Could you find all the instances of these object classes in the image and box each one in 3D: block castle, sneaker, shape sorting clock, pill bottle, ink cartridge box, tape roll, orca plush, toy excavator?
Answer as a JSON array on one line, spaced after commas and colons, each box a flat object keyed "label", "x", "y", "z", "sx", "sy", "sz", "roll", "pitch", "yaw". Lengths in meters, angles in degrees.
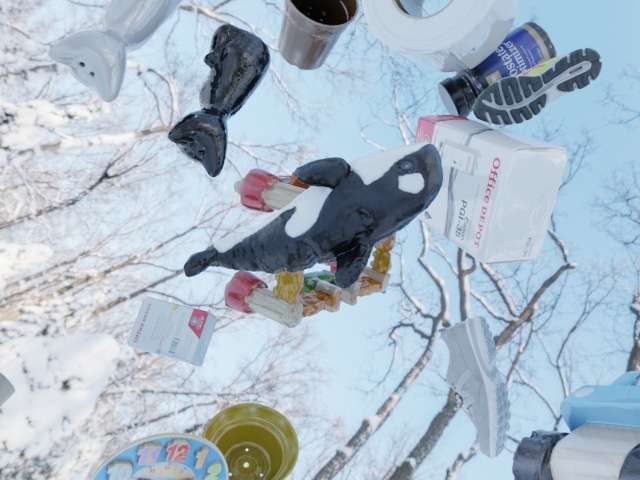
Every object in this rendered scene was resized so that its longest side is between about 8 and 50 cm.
[{"label": "block castle", "x": -0.005, "y": -0.009, "z": 1.092, "sx": 0.212, "sy": 0.453, "sz": 0.303, "roll": 19, "pitch": -74, "yaw": 33}, {"label": "sneaker", "x": 0.322, "y": 0.306, "z": 1.025, "sx": 0.115, "sy": 0.105, "sz": 0.282, "roll": -17, "pitch": -110, "yaw": 32}, {"label": "shape sorting clock", "x": -0.238, "y": 0.373, "z": 0.718, "sx": 0.040, "sy": 0.206, "sz": 0.207, "roll": -144, "pitch": -140, "yaw": -61}, {"label": "pill bottle", "x": 0.366, "y": -0.348, "z": 1.022, "sx": 0.219, "sy": 0.123, "sz": 0.123, "roll": -30, "pitch": -91, "yaw": 8}, {"label": "ink cartridge box", "x": -0.361, "y": 0.222, "z": 1.190, "sx": 0.174, "sy": 0.128, "sz": 0.072, "roll": 12, "pitch": -18, "yaw": 14}, {"label": "tape roll", "x": 0.217, "y": -0.442, "z": 0.870, "sx": 0.245, "sy": 0.169, "sz": 0.247, "roll": 4, "pitch": -83, "yaw": 30}, {"label": "orca plush", "x": 0.000, "y": 0.000, "z": 0.503, "sx": 0.151, "sy": 0.286, "sz": 0.102, "roll": 77, "pitch": -4, "yaw": -62}, {"label": "ink cartridge box", "x": 0.288, "y": -0.107, "z": 0.911, "sx": 0.283, "sy": 0.117, "sz": 0.208, "roll": -131, "pitch": -138, "yaw": -58}, {"label": "sneaker", "x": 0.371, "y": -0.263, "z": 0.852, "sx": 0.208, "sy": 0.094, "sz": 0.082, "roll": -19, "pitch": -76, "yaw": 16}, {"label": "toy excavator", "x": 0.487, "y": 0.232, "z": 0.657, "sx": 0.433, "sy": 0.444, "sz": 0.222, "roll": 65, "pitch": -25, "yaw": 7}]

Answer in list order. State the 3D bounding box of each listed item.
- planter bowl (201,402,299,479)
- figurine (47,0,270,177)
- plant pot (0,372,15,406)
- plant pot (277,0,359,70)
[{"label": "planter bowl", "x": -0.162, "y": 0.483, "z": 1.090, "sx": 0.217, "sy": 0.217, "sz": 0.091, "roll": 34, "pitch": -53, "yaw": 29}, {"label": "figurine", "x": -0.174, "y": -0.201, "z": 0.559, "sx": 0.214, "sy": 0.210, "sz": 0.092, "roll": 34, "pitch": -42, "yaw": -28}, {"label": "plant pot", "x": -0.632, "y": 0.264, "z": 0.659, "sx": 0.256, "sy": 0.274, "sz": 0.257, "roll": 15, "pitch": -40, "yaw": 13}, {"label": "plant pot", "x": -0.018, "y": -0.488, "z": 1.098, "sx": 0.167, "sy": 0.166, "sz": 0.165, "roll": 54, "pitch": -27, "yaw": 8}]
